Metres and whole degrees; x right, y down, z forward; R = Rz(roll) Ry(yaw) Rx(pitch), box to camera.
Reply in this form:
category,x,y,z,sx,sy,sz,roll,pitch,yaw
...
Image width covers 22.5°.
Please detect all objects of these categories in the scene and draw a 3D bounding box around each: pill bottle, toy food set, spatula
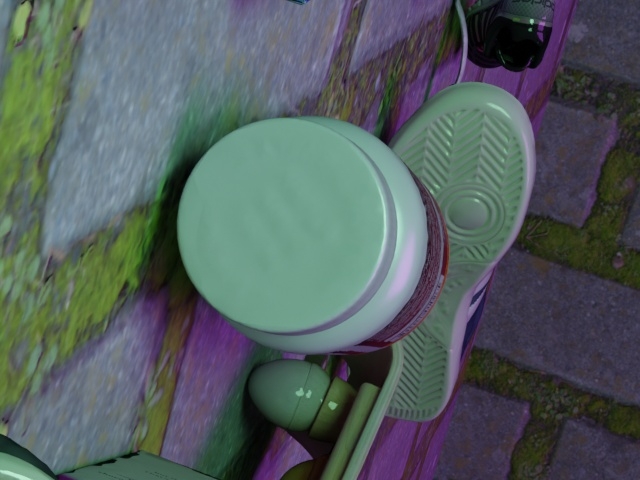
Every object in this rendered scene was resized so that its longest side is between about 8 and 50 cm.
category,x,y,z,sx,sy,sz,roll,pitch,yaw
pill bottle,0.000,0.000,0.847,0.221,0.121,0.121,26,83,-80
toy food set,-0.050,0.201,1.088,0.306,0.092,0.220,-63,178,-34
spatula,0.121,-0.162,1.449,0.084,0.030,0.296,-48,156,-73

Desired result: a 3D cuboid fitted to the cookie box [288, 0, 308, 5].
category,x,y,z,sx,sy,sz,roll,pitch,yaw
cookie box,-0.001,-0.176,0.761,0.092,0.040,0.107,-52,157,-63

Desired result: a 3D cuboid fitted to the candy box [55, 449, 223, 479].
category,x,y,z,sx,sy,sz,roll,pitch,yaw
candy box,-0.055,0.163,0.736,0.233,0.159,0.071,12,98,-79

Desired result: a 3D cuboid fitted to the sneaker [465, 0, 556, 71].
category,x,y,z,sx,sy,sz,roll,pitch,yaw
sneaker,0.170,-0.185,1.483,0.170,0.063,0.075,137,-35,-69

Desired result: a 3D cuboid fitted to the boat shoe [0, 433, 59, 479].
category,x,y,z,sx,sy,sz,roll,pitch,yaw
boat shoe,-0.125,0.175,0.544,0.113,0.127,0.340,-107,-165,-53

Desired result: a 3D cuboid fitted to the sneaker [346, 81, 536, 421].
category,x,y,z,sx,sy,sz,roll,pitch,yaw
sneaker,0.098,-0.011,1.378,0.148,0.131,0.350,-70,178,-50
